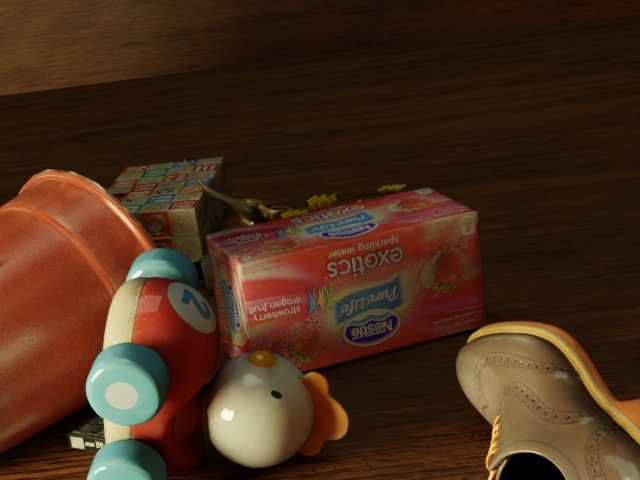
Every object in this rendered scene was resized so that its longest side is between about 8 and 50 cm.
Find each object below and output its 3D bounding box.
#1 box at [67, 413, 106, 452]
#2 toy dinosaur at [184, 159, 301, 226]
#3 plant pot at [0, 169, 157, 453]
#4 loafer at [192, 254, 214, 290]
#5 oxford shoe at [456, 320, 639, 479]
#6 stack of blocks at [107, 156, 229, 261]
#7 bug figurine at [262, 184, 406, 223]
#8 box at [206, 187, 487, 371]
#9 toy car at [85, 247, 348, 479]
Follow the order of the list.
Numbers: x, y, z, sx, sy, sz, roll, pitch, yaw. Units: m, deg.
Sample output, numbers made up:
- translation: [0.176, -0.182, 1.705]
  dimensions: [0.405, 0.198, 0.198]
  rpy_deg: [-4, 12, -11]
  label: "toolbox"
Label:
- translation: [-0.215, 0.204, 1.420]
  dimensions: [0.083, 0.018, 0.067]
  rpy_deg: [3, 20, 31]
  label: "box"
- translation: [-0.115, -0.047, 2.064]
  dimensions: [0.211, 0.064, 0.112]
  rpy_deg: [22, 9, -38]
  label: "toy dinosaur"
- translation: [-0.338, 0.100, 1.442]
  dimensions: [0.272, 0.272, 0.265]
  rpy_deg: [8, 31, 41]
  label: "plant pot"
- translation: [-0.134, 0.048, 1.831]
  dimensions: [0.050, 0.056, 0.148]
  rpy_deg: [-17, 10, -26]
  label: "loafer"
- translation: [0.192, 0.169, 1.187]
  dimensions: [0.133, 0.130, 0.364]
  rpy_deg: [-19, 20, -15]
  label: "oxford shoe"
- translation: [-0.252, -0.046, 2.120]
  dimensions: [0.171, 0.087, 0.297]
  rpy_deg: [-6, 17, 6]
  label: "stack of blocks"
- translation: [0.000, 0.000, 1.893]
  dimensions: [0.216, 0.072, 0.279]
  rpy_deg: [2, 23, 46]
  label: "bug figurine"
- translation: [0.032, 0.049, 1.591]
  dimensions: [0.300, 0.154, 0.142]
  rpy_deg: [-12, 18, -18]
  label: "box"
- translation: [-0.088, 0.142, 1.298]
  dimensions: [0.238, 0.210, 0.219]
  rpy_deg: [6, 28, 1]
  label: "toy car"
